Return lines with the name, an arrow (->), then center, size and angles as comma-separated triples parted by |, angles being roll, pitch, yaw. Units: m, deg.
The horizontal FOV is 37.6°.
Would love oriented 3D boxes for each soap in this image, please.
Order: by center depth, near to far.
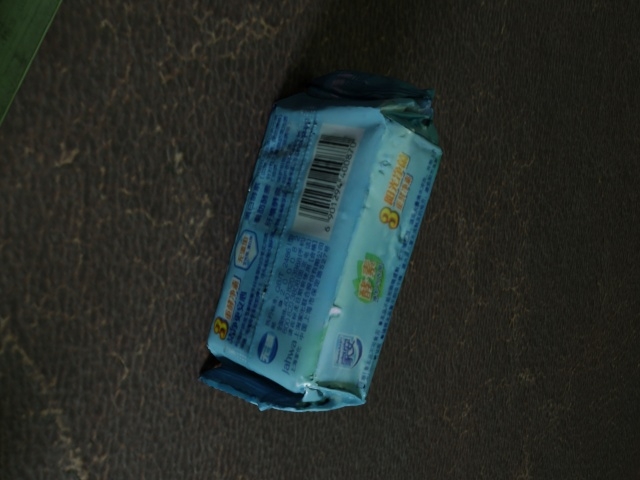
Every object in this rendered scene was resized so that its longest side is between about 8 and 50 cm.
soap -> 0.000, 0.000, 0.778 | 0.077, 0.156, 0.293 | 16, 92, -42

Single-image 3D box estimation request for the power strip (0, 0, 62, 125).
power strip -> -0.201, -0.154, 0.550 | 0.092, 0.066, 0.387 | 39, 69, -52
